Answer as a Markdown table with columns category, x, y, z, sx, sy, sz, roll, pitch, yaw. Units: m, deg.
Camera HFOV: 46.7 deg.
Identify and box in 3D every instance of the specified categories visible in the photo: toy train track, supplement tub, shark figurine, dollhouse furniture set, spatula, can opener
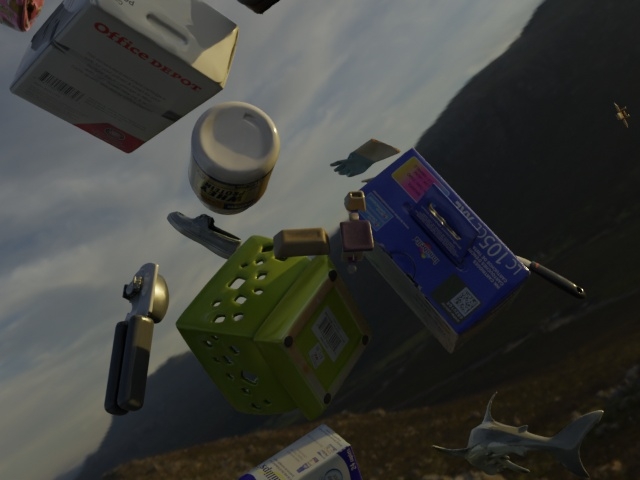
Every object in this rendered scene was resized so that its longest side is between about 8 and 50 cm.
| category | x | y | z | sx | sy | sz | roll | pitch | yaw |
| --- | --- | --- | --- | --- | --- | --- | --- | --- | --- |
| toy train track | 0.513 | -0.214 | 1.258 | 0.014 | 0.048 | 0.083 | -29 | -2 | 30 |
| supplement tub | -0.241 | -0.210 | 2.009 | 0.228 | 0.228 | 0.316 | -35 | -8 | -20 |
| shark figurine | 0.285 | 0.289 | 1.140 | 0.278 | 0.166 | 0.116 | 133 | 157 | -62 |
| dollhouse furniture set | 0.000 | 0.000 | 0.894 | 0.114 | 0.091 | 0.081 | -3 | -36 | -4 |
| spatula | 0.406 | 0.046 | 1.522 | 0.084 | 0.296 | 0.030 | -51 | -17 | -44 |
| can opener | -0.307 | 0.163 | 1.277 | 0.074 | 0.093 | 0.281 | -26 | 46 | 36 |

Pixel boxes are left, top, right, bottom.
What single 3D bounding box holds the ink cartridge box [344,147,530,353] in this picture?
| category | x | y | z | sx | sy | sz | roll | pitch | yaw |
| --- | --- | --- | --- | --- | --- | --- | --- | --- | --- |
| ink cartridge box | 0.185 | 0.027 | 1.208 | 0.151 | 0.270 | 0.395 | -40 | -16 | -1 |

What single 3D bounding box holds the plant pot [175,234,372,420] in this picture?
| category | x | y | z | sx | sy | sz | roll | pitch | yaw |
| --- | --- | --- | --- | --- | --- | --- | --- | --- | --- |
| plant pot | -0.057 | 0.145 | 1.212 | 0.207 | 0.228 | 0.227 | 3 | 43 | 42 |

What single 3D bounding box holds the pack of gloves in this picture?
| category | x | y | z | sx | sy | sz | roll | pitch | yaw |
| --- | --- | --- | --- | --- | --- | --- | --- | --- | --- |
| pack of gloves | 0.143 | -0.164 | 1.821 | 0.232 | 0.195 | 0.046 | -22 | 55 | 59 |

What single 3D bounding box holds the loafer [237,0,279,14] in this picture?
| category | x | y | z | sx | sy | sz | roll | pitch | yaw |
| --- | --- | --- | --- | --- | --- | --- | --- | --- | --- |
| loafer | 0.010 | -0.423 | 1.030 | 0.302 | 0.109 | 0.095 | -48 | -42 | 4 |

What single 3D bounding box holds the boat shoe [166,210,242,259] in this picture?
| category | x | y | z | sx | sy | sz | roll | pitch | yaw |
| --- | --- | --- | --- | --- | --- | --- | --- | --- | --- |
| boat shoe | -0.323 | -0.033 | 2.098 | 0.081 | 0.227 | 0.079 | -60 | -3 | 13 |

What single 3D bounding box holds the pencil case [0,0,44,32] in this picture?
| category | x | y | z | sx | sy | sz | roll | pitch | yaw |
| --- | --- | --- | --- | --- | --- | --- | --- | --- | --- |
| pencil case | -0.870 | -0.655 | 1.803 | 0.160 | 0.386 | 0.167 | -88 | 22 | -67 |

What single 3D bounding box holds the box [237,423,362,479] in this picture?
| category | x | y | z | sx | sy | sz | roll | pitch | yaw |
| --- | --- | --- | --- | --- | --- | --- | --- | --- | --- |
| box | -0.016 | 0.330 | 0.947 | 0.137 | 0.126 | 0.072 | -28 | 24 | -23 |

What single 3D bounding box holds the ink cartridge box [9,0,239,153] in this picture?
| category | x | y | z | sx | sy | sz | roll | pitch | yaw |
| --- | --- | --- | --- | --- | --- | --- | --- | --- | --- |
| ink cartridge box | -0.280 | -0.257 | 1.056 | 0.283 | 0.207 | 0.117 | -20 | 50 | 46 |
